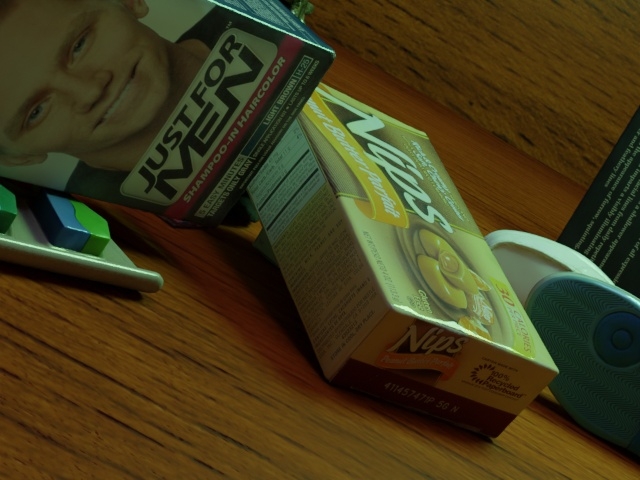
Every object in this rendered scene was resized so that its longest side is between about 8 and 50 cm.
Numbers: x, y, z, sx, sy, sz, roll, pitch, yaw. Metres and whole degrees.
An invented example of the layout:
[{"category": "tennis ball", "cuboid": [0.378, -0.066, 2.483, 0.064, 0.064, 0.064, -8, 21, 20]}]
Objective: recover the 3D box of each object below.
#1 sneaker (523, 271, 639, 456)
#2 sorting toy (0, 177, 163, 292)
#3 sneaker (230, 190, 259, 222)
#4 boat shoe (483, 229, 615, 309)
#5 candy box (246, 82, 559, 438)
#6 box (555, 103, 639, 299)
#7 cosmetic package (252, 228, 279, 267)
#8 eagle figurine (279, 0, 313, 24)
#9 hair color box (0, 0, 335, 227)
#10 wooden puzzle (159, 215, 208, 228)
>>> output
[{"category": "sneaker", "cuboid": [0.325, 0.135, 1.613, 0.319, 0.127, 0.208, 40, 13, 0]}, {"category": "sorting toy", "cuboid": [-0.224, -0.039, 1.162, 0.208, 0.038, 0.193, 39, 14, 36]}, {"category": "sneaker", "cuboid": [-0.064, -0.101, 1.610, 0.109, 0.130, 0.286, 33, 13, 0]}, {"category": "boat shoe", "cuboid": [0.279, 0.082, 1.773, 0.277, 0.098, 0.096, 33, 11, 3]}, {"category": "candy box", "cuboid": [0.049, 0.002, 1.379, 0.183, 0.087, 0.316, 23, 28, -36]}, {"category": "box", "cuboid": [0.537, 0.027, 2.173, 0.212, 0.293, 0.395, 19, 16, -44]}, {"category": "cosmetic package", "cuboid": [0.000, 0.000, 1.514, 0.041, 0.060, 0.115, 40, 16, 36]}, {"category": "eagle figurine", "cuboid": [-0.156, -0.270, 1.780, 0.298, 0.226, 0.225, 5, 27, 0]}, {"category": "hair color box", "cuboid": [-0.161, -0.127, 1.176, 0.105, 0.174, 0.347, 45, 18, 33]}, {"category": "wooden puzzle", "cuboid": [-0.128, -0.026, 1.432, 0.049, 0.006, 0.083, 35, 12, 19]}]
